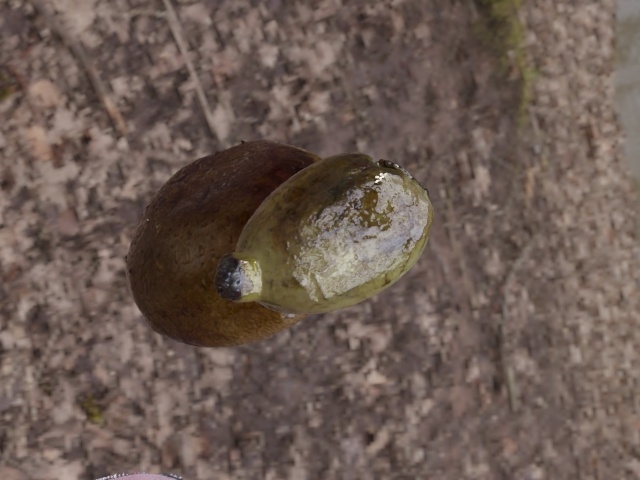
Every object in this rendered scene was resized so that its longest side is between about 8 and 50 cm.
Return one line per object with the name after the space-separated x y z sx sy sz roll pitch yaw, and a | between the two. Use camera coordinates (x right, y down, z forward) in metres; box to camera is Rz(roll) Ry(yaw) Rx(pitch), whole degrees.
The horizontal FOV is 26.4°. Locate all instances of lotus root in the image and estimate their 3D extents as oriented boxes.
0.000 0.000 1.175 0.214 0.138 0.138 -26 100 -22 | lotus root

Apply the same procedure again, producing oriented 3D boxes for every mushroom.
-0.108 -0.001 1.794 0.345 0.345 0.239 -37 97 -43 | mushroom

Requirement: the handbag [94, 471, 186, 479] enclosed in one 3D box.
-0.197 0.351 1.492 0.179 0.205 0.116 -9 111 -25 | handbag
